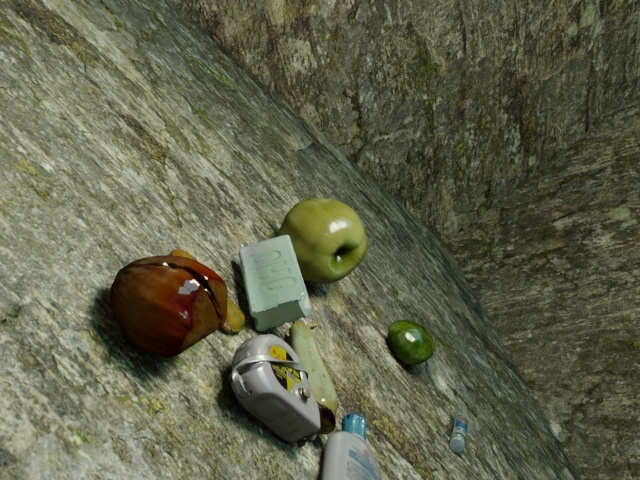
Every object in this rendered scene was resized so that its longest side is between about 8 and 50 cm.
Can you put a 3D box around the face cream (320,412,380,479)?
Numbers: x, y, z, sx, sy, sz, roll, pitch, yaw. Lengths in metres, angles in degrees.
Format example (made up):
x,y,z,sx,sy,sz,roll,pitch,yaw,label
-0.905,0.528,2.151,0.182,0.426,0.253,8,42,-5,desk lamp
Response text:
x,y,z,sx,sy,sz,roll,pitch,yaw,label
0.069,0.506,1.425,0.163,0.080,0.336,49,17,-14,face cream

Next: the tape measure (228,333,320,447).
x,y,z,sx,sy,sz,roll,pitch,yaw,label
-0.101,0.298,1.383,0.236,0.120,0.197,45,23,-29,tape measure

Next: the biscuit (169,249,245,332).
x,y,z,sx,sy,sz,roll,pitch,yaw,label
-0.265,0.118,1.516,0.247,0.029,0.118,49,11,1,biscuit

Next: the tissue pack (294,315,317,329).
x,y,z,sx,sy,sz,roll,pitch,yaw,label
-0.053,0.216,1.808,0.083,0.035,0.063,53,18,16,tissue pack

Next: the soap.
x,y,z,sx,sy,sz,roll,pitch,yaw,label
-0.120,0.106,1.664,0.261,0.150,0.094,-110,180,-50,soap

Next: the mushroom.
x,y,z,sx,sy,sz,roll,pitch,yaw,label
-0.020,0.328,1.578,0.333,0.087,0.107,-109,176,-58,mushroom

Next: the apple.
x,y,z,sx,sy,sz,roll,pitch,yaw,label
0.000,0.000,2.008,0.279,0.279,0.279,43,19,-19,apple

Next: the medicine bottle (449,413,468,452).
x,y,z,sx,sy,sz,roll,pitch,yaw,label
0.456,0.634,2.137,0.051,0.051,0.191,50,19,2,medicine bottle

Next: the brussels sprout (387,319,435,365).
x,y,z,sx,sy,sz,roll,pitch,yaw,label
0.312,0.354,2.229,0.181,0.143,0.162,29,-10,-22,brussels sprout

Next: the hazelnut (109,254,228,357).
x,y,z,sx,sy,sz,roll,pitch,yaw,label
-0.288,0.112,1.232,0.180,0.181,0.212,67,25,-13,hazelnut
